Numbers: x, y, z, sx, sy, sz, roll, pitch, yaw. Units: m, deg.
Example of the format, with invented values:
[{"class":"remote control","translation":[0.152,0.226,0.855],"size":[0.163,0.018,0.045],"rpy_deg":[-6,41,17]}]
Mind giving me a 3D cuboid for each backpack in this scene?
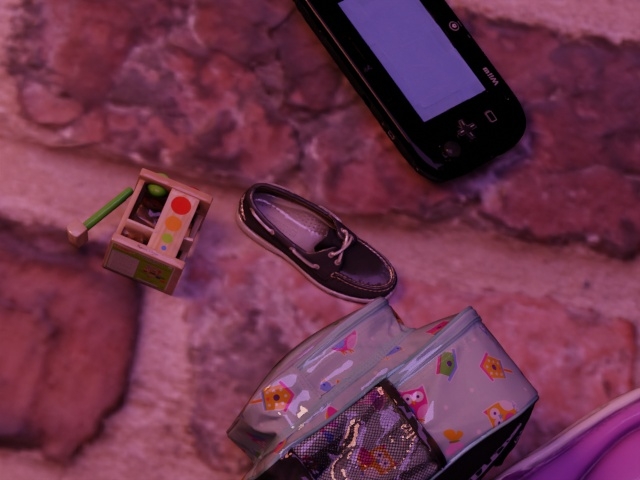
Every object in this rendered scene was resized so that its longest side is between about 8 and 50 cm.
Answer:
[{"class":"backpack","translation":[0.039,0.118,1.242],"size":[0.188,0.166,0.144],"rpy_deg":[-28,80,-16]}]

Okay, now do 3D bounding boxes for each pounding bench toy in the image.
[{"class":"pounding bench toy","translation":[-0.123,-0.015,1.321],"size":[0.083,0.052,0.065],"rpy_deg":[23,65,-4]}]

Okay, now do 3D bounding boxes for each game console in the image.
[{"class":"game console","translation":[0.030,-0.208,1.441],"size":[0.213,0.044,0.361],"rpy_deg":[-31,79,-22]}]

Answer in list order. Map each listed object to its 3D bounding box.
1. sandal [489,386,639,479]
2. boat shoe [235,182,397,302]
[{"class":"sandal","translation":[0.129,0.229,1.256],"size":[0.169,0.102,0.416],"rpy_deg":[43,66,6]},{"class":"boat shoe","translation":[0.000,0.000,1.352],"size":[0.125,0.038,0.046],"rpy_deg":[34,65,2]}]
